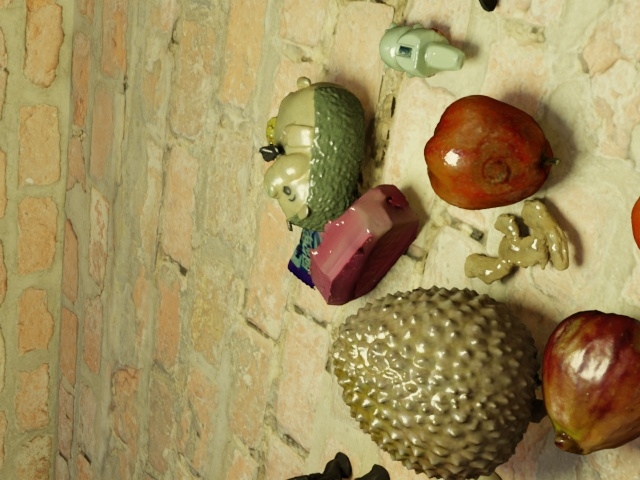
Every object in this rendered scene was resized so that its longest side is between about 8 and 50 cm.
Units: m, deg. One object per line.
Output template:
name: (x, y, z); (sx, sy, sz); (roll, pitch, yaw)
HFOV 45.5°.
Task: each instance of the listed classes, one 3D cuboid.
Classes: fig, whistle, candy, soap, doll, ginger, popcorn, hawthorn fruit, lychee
fig: (0.488, 0.238, 1.318); (0.224, 0.224, 0.263); (40, 129, 37)
whistle: (0.206, -0.396, 1.597); (0.253, 0.106, 0.101); (29, 148, 50)
candy: (0.000, 0.000, 1.930); (0.145, 0.070, 0.275); (36, 120, 29)
soap: (0.097, 0.009, 1.714); (0.127, 0.220, 0.325); (49, 130, 20)
doll: (-0.017, -0.194, 1.751); (0.247, 0.247, 0.349); (-11, 76, 49)
ginger: (0.379, 0.006, 1.510); (0.258, 0.065, 0.149); (-22, 68, 54)
popcorn: (-0.093, -0.261, 1.955); (0.121, 0.116, 0.106); (41, 151, -18)
hawthorn fruit: (0.325, -0.155, 1.429); (0.261, 0.224, 0.224); (17, 110, 32)
lychee: (0.227, 0.267, 1.468); (0.432, 0.380, 0.380); (16, 113, 7)

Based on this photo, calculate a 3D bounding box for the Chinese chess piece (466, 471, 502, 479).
Chinese chess piece: (0.345, 0.550, 1.648); (0.122, 0.051, 0.122); (12, 106, 48)

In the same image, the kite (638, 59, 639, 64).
kite: (0.625, -0.294, 1.207); (0.245, 0.015, 0.141); (44, 130, 35)

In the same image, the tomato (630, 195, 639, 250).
tomato: (0.605, -0.021, 1.157); (0.260, 0.180, 0.260); (10, 105, 39)

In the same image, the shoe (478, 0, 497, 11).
shoe: (0.336, -0.530, 1.453); (0.049, 0.071, 0.179); (12, 101, 43)

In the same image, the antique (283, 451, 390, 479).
antique: (0.030, 0.646, 1.873); (0.322, 0.255, 0.185); (3, 101, 51)
